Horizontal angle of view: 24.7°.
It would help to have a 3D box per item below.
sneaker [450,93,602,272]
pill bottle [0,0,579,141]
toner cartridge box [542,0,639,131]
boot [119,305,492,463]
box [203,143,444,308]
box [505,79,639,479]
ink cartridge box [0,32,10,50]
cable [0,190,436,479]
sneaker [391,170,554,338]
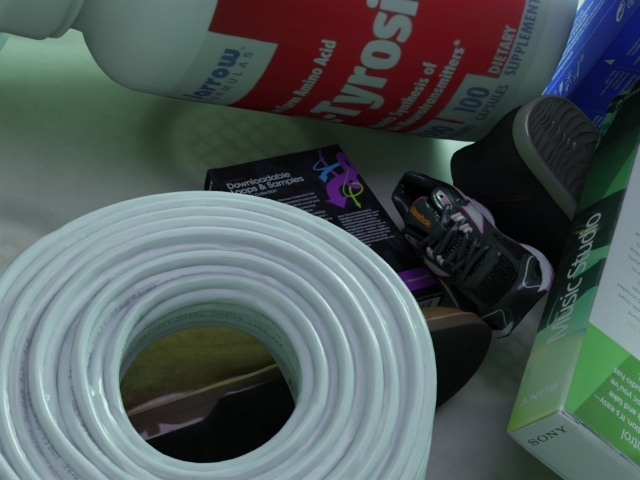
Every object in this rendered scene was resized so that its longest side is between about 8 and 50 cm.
[{"bbox_3d":[0.195,-0.001,1.100,0.083,0.118,0.222,-35,94,-29],"label":"sneaker"},{"bbox_3d":[-0.035,-0.208,1.073,0.408,0.229,0.229,6,45,-25],"label":"pill bottle"},{"bbox_3d":[0.279,-0.147,1.069,0.165,0.348,0.075,10,66,-9],"label":"toner cartridge box"},{"bbox_3d":[-0.034,0.079,0.924,0.305,0.112,0.115,-13,45,-25],"label":"boot"},{"bbox_3d":[0.000,0.000,1.063,0.116,0.029,0.162,-13,53,-29],"label":"box"},{"bbox_3d":[0.261,0.064,0.985,0.232,0.058,0.322,38,47,-14],"label":"box"},{"bbox_3d":[-0.306,-0.213,1.130,0.153,0.087,0.208,18,43,-2],"label":"ink cartridge box"},{"bbox_3d":[-0.063,0.084,0.788,0.257,0.089,0.257,29,58,14],"label":"cable"},{"bbox_3d":[0.093,0.005,1.020,0.077,0.072,0.178,35,6,-27],"label":"sneaker"}]
